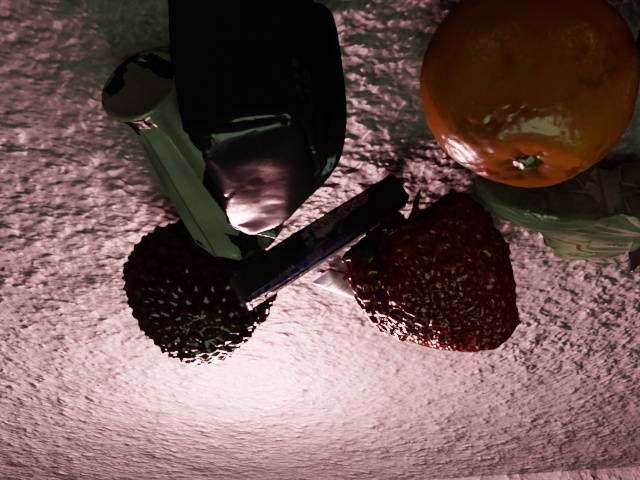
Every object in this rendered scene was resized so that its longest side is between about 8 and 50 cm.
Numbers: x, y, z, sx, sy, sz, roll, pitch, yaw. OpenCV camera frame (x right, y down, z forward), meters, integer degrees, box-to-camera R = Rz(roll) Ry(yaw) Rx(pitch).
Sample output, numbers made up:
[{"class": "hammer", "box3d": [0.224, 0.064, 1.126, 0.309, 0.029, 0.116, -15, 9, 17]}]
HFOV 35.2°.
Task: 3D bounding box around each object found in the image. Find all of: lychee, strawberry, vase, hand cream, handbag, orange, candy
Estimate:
[{"class": "lychee", "box3d": [-0.207, 0.079, 1.714, 0.267, 0.268, 0.267, 0, 152, 0]}, {"class": "strawberry", "box3d": [0.182, 0.062, 1.565, 0.261, 0.258, 0.261, -22, 168, -5]}, {"class": "vase", "box3d": [-0.171, -0.112, 1.445, 0.165, 0.165, 0.360, -10, 147, 17]}, {"class": "hand cream", "box3d": [0.070, 0.092, 1.939, 0.170, 0.043, 0.065, 20, 145, -25]}, {"class": "handbag", "box3d": [-0.060, -0.181, 1.166, 0.177, 0.302, 0.275, -12, 153, 8]}, {"class": "orange", "box3d": [0.248, -0.190, 1.209, 0.261, 0.261, 0.261, 0, 152, 0]}, {"class": "candy", "box3d": [0.000, 0.000, 1.578, 0.312, 0.061, 0.088, -33, 172, -9]}]

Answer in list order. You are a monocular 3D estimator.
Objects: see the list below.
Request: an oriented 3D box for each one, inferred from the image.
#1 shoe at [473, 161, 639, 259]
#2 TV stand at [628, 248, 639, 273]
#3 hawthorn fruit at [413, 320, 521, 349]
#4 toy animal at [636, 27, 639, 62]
[{"class": "shoe", "box3d": [0.390, -0.038, 1.601, 0.342, 0.132, 0.210, 6, 152, -12]}, {"class": "TV stand", "box3d": [0.608, -0.034, 1.656, 0.082, 0.088, 0.269, 7, 150, -13]}, {"class": "hawthorn fruit", "box3d": [0.239, 0.102, 1.789, 0.253, 0.205, 0.205, 14, 149, -11]}, {"class": "toy animal", "box3d": [0.457, -0.230, 1.212, 0.154, 0.166, 0.250, -3, 145, 18]}]
